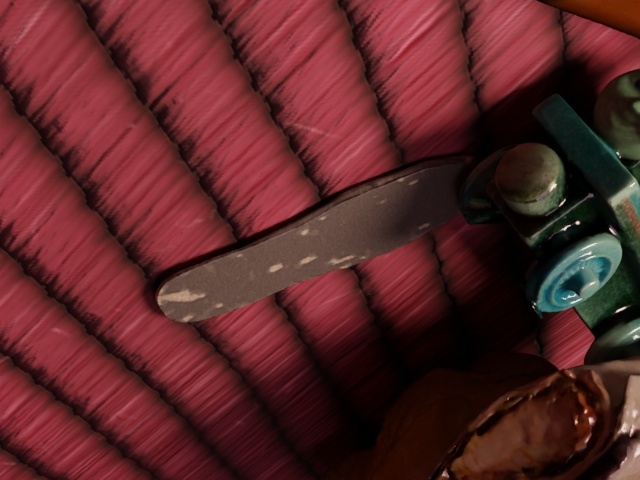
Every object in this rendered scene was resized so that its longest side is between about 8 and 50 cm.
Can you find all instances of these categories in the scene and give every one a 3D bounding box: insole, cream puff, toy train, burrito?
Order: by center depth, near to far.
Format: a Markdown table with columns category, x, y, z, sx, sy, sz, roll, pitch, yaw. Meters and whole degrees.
| category | x | y | z | sx | sy | sz | roll | pitch | yaw |
| --- | --- | --- | --- | --- | --- | --- | --- | --- | --- |
| insole | 0.000 | 0.000 | 0.760 | 0.247 | 0.011 | 0.081 | -22 | 144 | -2 |
| toy train | 0.229 | -0.013 | 0.780 | 0.194 | 0.120 | 0.298 | -37 | 146 | 9 |
| burrito | 0.223 | 0.152 | 0.793 | 0.347 | 0.107 | 0.175 | -10 | 127 | -27 |
| cream puff | 0.139 | 0.229 | 0.978 | 0.323 | 0.270 | 0.274 | 10 | 94 | -37 |

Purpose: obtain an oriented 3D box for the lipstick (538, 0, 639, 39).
| category | x | y | z | sx | sy | sz | roll | pitch | yaw |
| --- | --- | --- | --- | --- | --- | --- | --- | --- | --- |
| lipstick | 0.270 | -0.136 | 0.672 | 0.418 | 0.077 | 0.077 | 9 | 134 | -36 |
